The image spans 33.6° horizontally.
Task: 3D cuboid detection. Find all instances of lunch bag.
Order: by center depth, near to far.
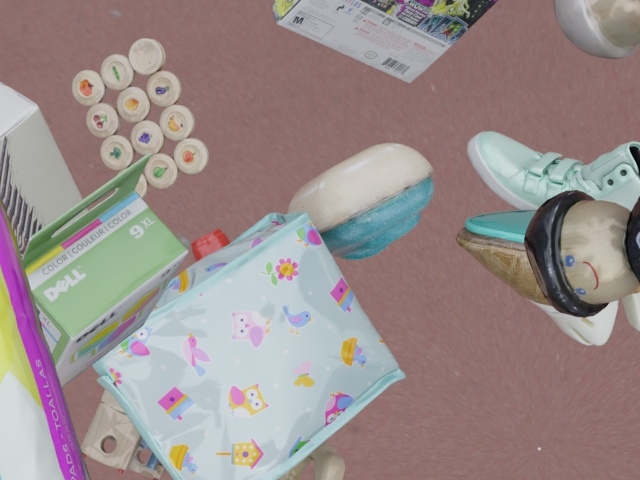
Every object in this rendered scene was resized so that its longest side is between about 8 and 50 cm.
[{"bbox_3d":[-0.083,0.126,1.104,0.262,0.160,0.223,-35,102,-15],"label":"lunch bag"}]

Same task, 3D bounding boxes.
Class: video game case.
[{"bbox_3d":[0.093,-0.301,1.272,0.210,0.232,0.042,-42,48,34],"label":"video game case"}]

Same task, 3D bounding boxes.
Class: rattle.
[{"bbox_3d":[-0.001,0.297,1.251,0.142,0.199,0.130,4,80,-27],"label":"rattle"}]

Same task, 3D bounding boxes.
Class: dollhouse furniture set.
[{"bbox_3d":[-0.167,0.239,1.283,0.183,0.129,0.129,18,77,18],"label":"dollhouse furniture set"}]

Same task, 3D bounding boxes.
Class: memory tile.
[{"bbox_3d":[-0.185,-0.122,1.082,0.113,0.012,0.148,-23,92,16],"label":"memory tile"}]

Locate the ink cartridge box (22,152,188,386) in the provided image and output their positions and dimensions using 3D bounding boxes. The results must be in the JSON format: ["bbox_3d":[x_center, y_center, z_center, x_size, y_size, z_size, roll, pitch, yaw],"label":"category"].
[{"bbox_3d":[-0.162,0.034,0.755,0.062,0.209,0.109,48,57,4],"label":"ink cartridge box"}]

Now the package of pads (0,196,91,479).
[{"bbox_3d":[-0.241,0.099,0.392,0.296,0.101,0.229,-18,80,-11],"label":"package of pads"}]

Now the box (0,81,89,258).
[{"bbox_3d":[-0.362,-0.062,1.290,0.113,0.275,0.094,29,63,30],"label":"box"}]

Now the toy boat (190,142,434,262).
[{"bbox_3d":[0.000,0.000,1.338,0.318,0.267,0.148,-29,92,-8],"label":"toy boat"}]

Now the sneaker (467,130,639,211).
[{"bbox_3d":[0.309,-0.090,1.273,0.256,0.151,0.094,35,44,10],"label":"sneaker"}]

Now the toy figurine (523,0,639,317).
[{"bbox_3d":[0.211,-0.043,0.518,0.148,0.209,0.213,-11,67,47],"label":"toy figurine"}]

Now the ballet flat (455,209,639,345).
[{"bbox_3d":[0.281,0.028,0.964,0.342,0.116,0.124,-7,111,-22],"label":"ballet flat"}]
